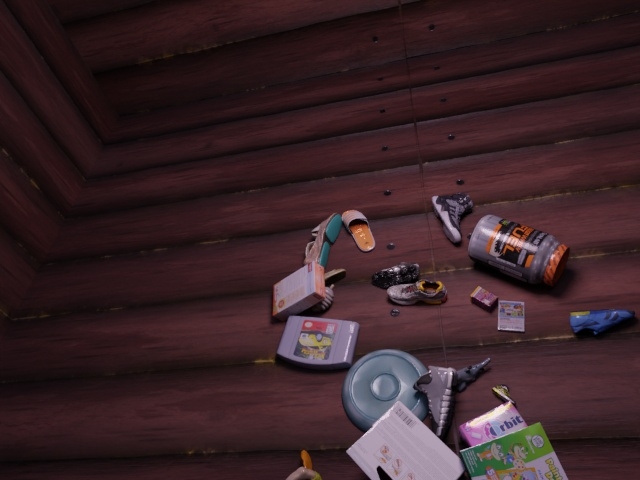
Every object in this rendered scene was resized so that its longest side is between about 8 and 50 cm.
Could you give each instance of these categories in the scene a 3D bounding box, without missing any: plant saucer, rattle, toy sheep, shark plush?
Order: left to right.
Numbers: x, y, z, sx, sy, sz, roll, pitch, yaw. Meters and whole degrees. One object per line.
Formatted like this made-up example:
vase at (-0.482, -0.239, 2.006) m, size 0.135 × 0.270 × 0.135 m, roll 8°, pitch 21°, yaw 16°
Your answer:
rattle at (-0.095, 0.771, 1.558) m, size 0.200 × 0.130 × 0.142 m, roll -58°, pitch 40°, yaw 2°
toy sheep at (0.010, 0.227, 2.002) m, size 0.091 × 0.091 × 0.132 m, roll 29°, pitch 81°, yaw 36°
plant saucer at (0.222, 0.502, 1.712) m, size 0.317 × 0.044 × 0.318 m, roll -10°, pitch 46°, yaw 10°
shark plush at (0.491, 0.439, 1.660) m, size 0.161 × 0.067 × 0.073 m, roll -17°, pitch 46°, yaw 3°

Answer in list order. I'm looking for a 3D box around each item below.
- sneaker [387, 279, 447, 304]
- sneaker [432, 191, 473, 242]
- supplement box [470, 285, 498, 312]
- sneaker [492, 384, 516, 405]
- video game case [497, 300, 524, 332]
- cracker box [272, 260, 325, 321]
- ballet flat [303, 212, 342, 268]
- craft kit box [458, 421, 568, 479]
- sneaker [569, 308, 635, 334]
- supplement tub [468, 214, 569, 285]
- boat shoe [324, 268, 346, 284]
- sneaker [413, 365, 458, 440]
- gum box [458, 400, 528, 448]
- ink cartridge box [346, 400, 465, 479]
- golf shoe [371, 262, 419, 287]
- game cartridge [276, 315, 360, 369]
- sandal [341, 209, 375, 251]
sneaker at (0.364, 0.186, 1.915) m, size 0.225 × 0.093 × 0.088 m, roll -5°, pitch 49°, yaw 16°
sneaker at (0.573, -0.111, 2.106) m, size 0.152 × 0.101 × 0.269 m, roll -19°, pitch 43°, yaw 5°
supplement box at (0.599, 0.214, 1.844) m, size 0.055 × 0.043 × 0.083 m, roll -41°, pitch 49°, yaw -20°
sneaker at (0.590, 0.490, 1.607) m, size 0.035 × 0.031 × 0.083 m, roll -39°, pitch 49°, yaw -18°
video game case at (0.678, 0.269, 1.791) m, size 0.087 × 0.011 × 0.122 m, roll 2°, pitch 50°, yaw 20°
cracker box at (-0.087, 0.203, 2.004) m, size 0.232 × 0.067 × 0.156 m, roll -32°, pitch 40°, yaw 29°
ballet flat at (0.000, 0.000, 2.202) m, size 0.106 × 0.108 × 0.316 m, roll 1°, pitch 48°, yaw 28°
craft kit box at (0.550, 0.670, 1.396) m, size 0.246 × 0.061 × 0.250 m, roll -19°, pitch 63°, yaw -2°
sneaker at (0.938, 0.270, 1.678) m, size 0.209 × 0.069 × 0.082 m, roll -5°, pitch 80°, yaw 3°
supplement tub at (0.728, 0.039, 1.857) m, size 0.315 × 0.194 × 0.194 m, roll 24°, pitch 60°, yaw 34°
boat shoe at (0.032, 0.150, 2.086) m, size 0.152 × 0.056 × 0.048 m, roll -28°, pitch 51°, yaw 3°
sneaker at (0.355, 0.512, 1.610) m, size 0.132 × 0.086 × 0.229 m, roll 7°, pitch 73°, yaw 31°
gum box at (0.522, 0.583, 1.523) m, size 0.188 × 0.062 × 0.107 m, roll -25°, pitch 47°, yaw -4°
ink cartridge box at (0.251, 0.655, 1.492) m, size 0.238 × 0.060 × 0.275 m, roll -34°, pitch 57°, yaw -26°
golf shoe at (0.302, 0.135, 2.009) m, size 0.198 × 0.077 × 0.094 m, roll -12°, pitch 14°, yaw 23°
game cartridge at (-0.013, 0.385, 1.890) m, size 0.293 × 0.060 × 0.196 m, roll 2°, pitch 54°, yaw 20°
sandal at (0.170, -0.065, 2.217) m, size 0.101 × 0.076 × 0.265 m, roll -24°, pitch 46°, yaw -4°
